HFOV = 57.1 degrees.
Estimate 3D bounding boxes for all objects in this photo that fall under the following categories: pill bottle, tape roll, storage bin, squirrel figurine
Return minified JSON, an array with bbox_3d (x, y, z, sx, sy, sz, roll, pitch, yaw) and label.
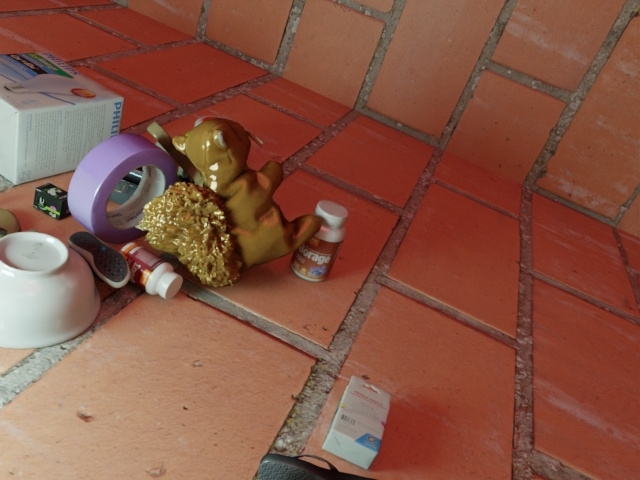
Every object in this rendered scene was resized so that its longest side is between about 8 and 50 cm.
[{"bbox_3d":[0.000,0.000,1.671,0.121,0.216,0.121,16,29,-9],"label":"pill bottle"},{"bbox_3d":[-0.409,0.075,1.403,0.151,0.086,0.086,29,30,14],"label":"pill bottle"},{"bbox_3d":[-0.496,-0.130,1.495,0.090,0.275,0.274,34,31,20],"label":"tape roll"},{"bbox_3d":[-0.557,-0.148,1.674,0.135,0.091,0.098,20,29,-2],"label":"storage bin"},{"bbox_3d":[-0.253,-0.102,1.485,0.280,0.371,0.397,10,41,43],"label":"squirrel figurine"}]

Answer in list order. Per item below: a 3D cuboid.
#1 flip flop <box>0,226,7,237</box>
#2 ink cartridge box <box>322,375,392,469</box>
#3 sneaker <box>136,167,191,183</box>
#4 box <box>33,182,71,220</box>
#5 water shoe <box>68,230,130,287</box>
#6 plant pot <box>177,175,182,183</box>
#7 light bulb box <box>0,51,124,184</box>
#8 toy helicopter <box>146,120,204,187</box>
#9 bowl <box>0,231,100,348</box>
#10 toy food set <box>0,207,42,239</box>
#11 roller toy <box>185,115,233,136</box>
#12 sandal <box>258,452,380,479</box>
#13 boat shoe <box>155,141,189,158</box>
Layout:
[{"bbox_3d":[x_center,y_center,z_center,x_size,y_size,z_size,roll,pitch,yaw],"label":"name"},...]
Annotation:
[{"bbox_3d":[-0.809,-0.006,1.249,0.276,0.080,0.112,-2,-11,-5],"label":"flip flop"},{"bbox_3d":[0.083,0.381,1.246,0.104,0.062,0.181,25,29,5],"label":"ink cartridge box"},{"bbox_3d":[-0.508,-0.180,1.802,0.234,0.084,0.097,6,56,-24],"label":"sneaker"},{"bbox_3d":[-0.695,-0.102,1.532,0.083,0.062,0.052,26,28,9],"label":"box"},{"bbox_3d":[-0.509,0.056,1.370,0.203,0.080,0.072,38,48,26],"label":"water shoe"},{"bbox_3d":[-0.436,-0.140,1.767,0.083,0.083,0.079,-11,54,-45],"label":"plant pot"},{"bbox_3d":[-0.843,-0.374,1.724,0.357,0.225,0.361,31,31,17],"label":"light bulb box"},{"bbox_3d":[-0.378,-0.214,1.699,0.235,0.140,0.355,44,-6,47],"label":"toy helicopter"},{"bbox_3d":[-0.605,0.076,1.223,0.297,0.134,0.298,17,30,-10],"label":"bowl"},{"bbox_3d":[-0.780,-0.033,1.397,0.192,0.039,0.132,34,38,11],"label":"toy food set"},{"bbox_3d":[-0.362,-0.355,2.097,0.209,0.146,0.191,4,34,-31],"label":"roller toy"},{"bbox_3d":[0.000,0.438,1.072,0.254,0.097,0.055,24,28,-19],"label":"sandal"},{"bbox_3d":[-0.463,-0.292,1.998,0.206,0.075,0.065,26,32,17],"label":"boat shoe"}]
